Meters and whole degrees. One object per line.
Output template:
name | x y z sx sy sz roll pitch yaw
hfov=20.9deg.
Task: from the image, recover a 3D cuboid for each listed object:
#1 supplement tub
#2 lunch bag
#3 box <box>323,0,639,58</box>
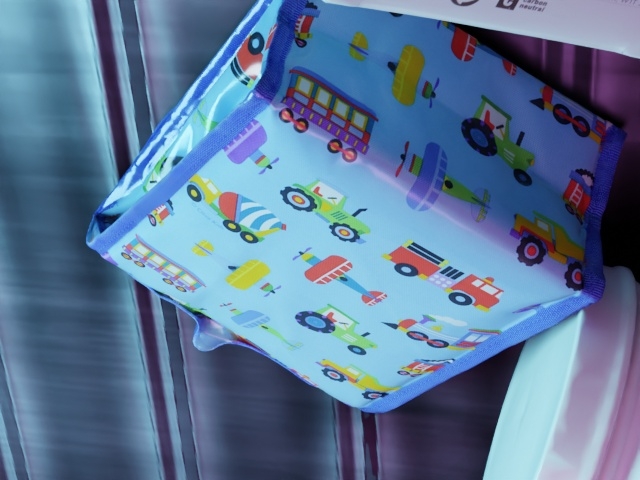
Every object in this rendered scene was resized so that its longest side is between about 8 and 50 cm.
supplement tub | 0.268 0.148 1.012 0.316 0.228 0.228 18 130 -2
lunch bag | 0.000 0.000 1.035 0.221 0.138 0.293 31 138 -15
box | 0.101 -0.198 0.807 0.181 0.119 0.182 8 134 -20
